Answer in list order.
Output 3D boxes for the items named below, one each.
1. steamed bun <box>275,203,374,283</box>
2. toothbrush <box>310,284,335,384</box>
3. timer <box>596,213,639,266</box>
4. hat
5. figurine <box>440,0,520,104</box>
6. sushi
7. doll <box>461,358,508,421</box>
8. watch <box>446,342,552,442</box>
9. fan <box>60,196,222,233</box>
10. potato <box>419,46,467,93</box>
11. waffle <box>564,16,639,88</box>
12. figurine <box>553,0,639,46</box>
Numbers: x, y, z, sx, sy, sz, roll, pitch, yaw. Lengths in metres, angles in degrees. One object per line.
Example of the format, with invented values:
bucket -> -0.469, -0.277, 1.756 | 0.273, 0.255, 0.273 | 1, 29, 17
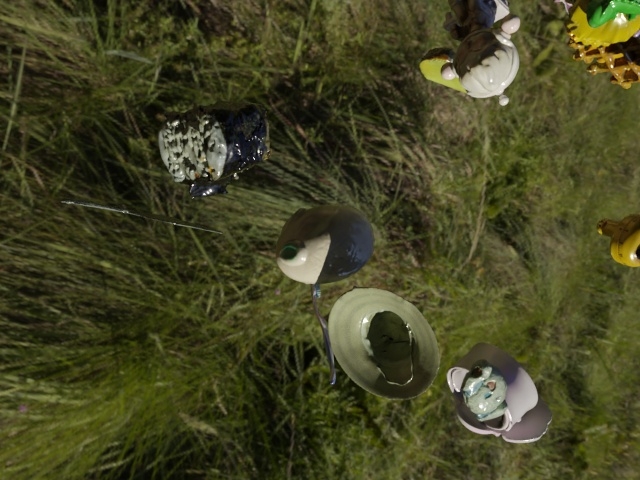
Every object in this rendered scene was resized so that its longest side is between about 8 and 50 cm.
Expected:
steamed bun -> 0.000, 0.000, 1.260 | 0.130, 0.228, 0.177 | 53, 31, -44
toothbrush -> 0.007, 0.230, 1.458 | 0.021, 0.027, 0.269 | 118, -37, -66
timer -> 0.617, -0.004, 1.143 | 0.109, 0.107, 0.107 | 33, -69, 56
hat -> 0.146, 0.189, 1.178 | 0.110, 0.252, 0.251 | -27, 138, -52
figurine -> 0.337, -0.402, 1.216 | 0.144, 0.182, 0.256 | 30, 54, -59
sushi -> -0.164, -0.146, 0.912 | 0.115, 0.213, 0.147 | -19, 99, -38
doll -> 0.359, 0.328, 1.255 | 0.071, 0.104, 0.214 | 48, -10, 47
watch -> 0.456, 0.375, 1.438 | 0.196, 0.244, 0.231 | -33, 137, -25
fan -> -0.227, -0.033, 0.725 | 0.220, 0.132, 0.009 | 13, 89, -57
potato -> 0.322, -0.418, 1.400 | 0.119, 0.198, 0.054 | 0, -104, 56
waffle -> 0.479, -0.300, 0.834 | 0.051, 0.232, 0.228 | -61, 169, -12
figurine -> 0.314, -0.245, 0.591 | 0.156, 0.115, 0.094 | -69, 170, -64
